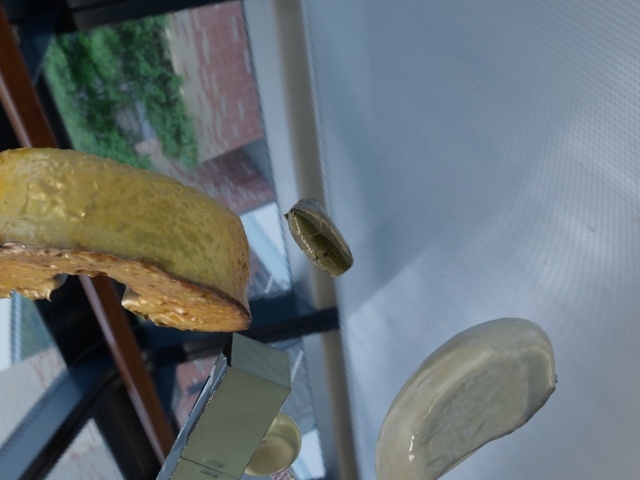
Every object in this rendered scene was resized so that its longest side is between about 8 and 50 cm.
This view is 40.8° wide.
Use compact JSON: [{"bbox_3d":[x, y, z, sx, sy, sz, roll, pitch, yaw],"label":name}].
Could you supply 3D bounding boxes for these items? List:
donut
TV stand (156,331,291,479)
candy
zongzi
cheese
[{"bbox_3d":[-0.284,-0.002,1.152,0.377,0.435,0.163,145,135,-67],"label":"donut"},{"bbox_3d":[-0.129,0.250,1.033,0.269,0.083,0.088,-63,14,17],"label":"TV stand"},{"bbox_3d":[0.252,0.281,1.533,0.186,0.386,0.427,47,-167,13],"label":"candy"},{"bbox_3d":[0.000,0.000,1.518,0.160,0.078,0.176,51,-178,-5],"label":"zongzi"},{"bbox_3d":[-0.091,0.389,1.560,0.064,0.137,0.227,-106,-3,-46],"label":"cheese"}]
